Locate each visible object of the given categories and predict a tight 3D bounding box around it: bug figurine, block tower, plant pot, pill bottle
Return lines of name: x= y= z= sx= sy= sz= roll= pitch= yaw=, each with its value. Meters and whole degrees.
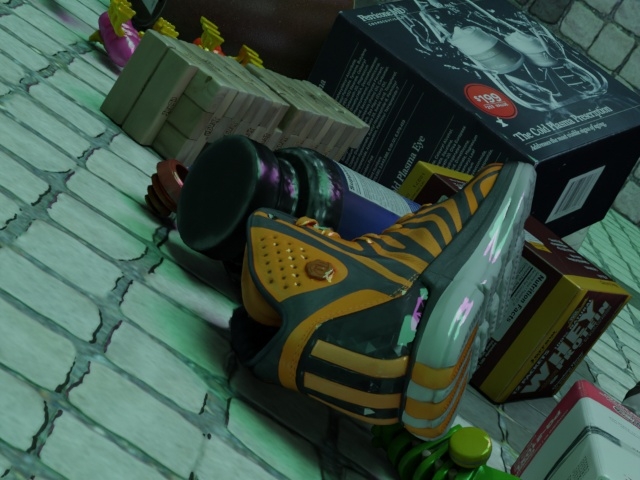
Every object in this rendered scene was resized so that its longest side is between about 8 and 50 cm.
bug figurine: x=-0.177 y=-0.220 z=1.635 sx=0.279 sy=0.072 sz=0.216 roll=33 pitch=18 yaw=-33
block tower: x=-0.075 y=-0.119 z=1.490 sx=0.091 sy=0.097 sz=0.335 roll=41 pitch=16 yaw=23
plant pot: x=-0.113 y=-0.297 z=1.844 sx=0.230 sy=0.215 sz=0.215 roll=6 pitch=29 yaw=-38
pill bottle: x=0.000 y=0.000 z=1.175 sx=0.219 sy=0.123 sz=0.123 roll=24 pitch=17 yaw=-38

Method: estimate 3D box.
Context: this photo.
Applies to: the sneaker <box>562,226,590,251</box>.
sneaker: x=0.271 y=-0.037 z=2.019 sx=0.292 sy=0.118 sz=0.110 roll=17 pitch=24 yaw=-51

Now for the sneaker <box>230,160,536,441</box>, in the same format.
sneaker: x=0.043 y=0.009 z=1.056 sx=0.180 sy=0.125 sz=0.321 roll=15 pitch=27 yaw=14

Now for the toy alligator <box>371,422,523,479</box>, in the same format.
toy alligator: x=0.061 y=0.135 z=1.022 sx=0.051 sy=0.056 sz=0.189 roll=-32 pitch=50 yaw=-29

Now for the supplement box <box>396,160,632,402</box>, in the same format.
supplement box: x=0.161 y=0.041 z=1.423 sx=0.194 sy=0.129 sz=0.191 roll=40 pitch=13 yaw=22

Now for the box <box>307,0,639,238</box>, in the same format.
box: x=0.196 y=-0.148 z=1.863 sx=0.312 sy=0.179 sz=0.343 roll=39 pitch=33 yaw=22

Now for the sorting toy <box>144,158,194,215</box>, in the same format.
sorting toy: x=-0.108 y=-0.029 z=1.213 sx=0.102 sy=0.042 sz=0.061 roll=40 pitch=22 yaw=-43

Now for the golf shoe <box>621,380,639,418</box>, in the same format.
golf shoe: x=0.357 y=0.174 z=1.529 sx=0.077 sy=0.094 sz=0.198 roll=39 pitch=12 yaw=23

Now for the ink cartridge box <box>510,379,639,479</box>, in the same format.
ink cartridge box: x=0.228 y=0.210 z=1.047 sx=0.172 sy=0.100 sz=0.237 roll=35 pitch=12 yaw=-1
